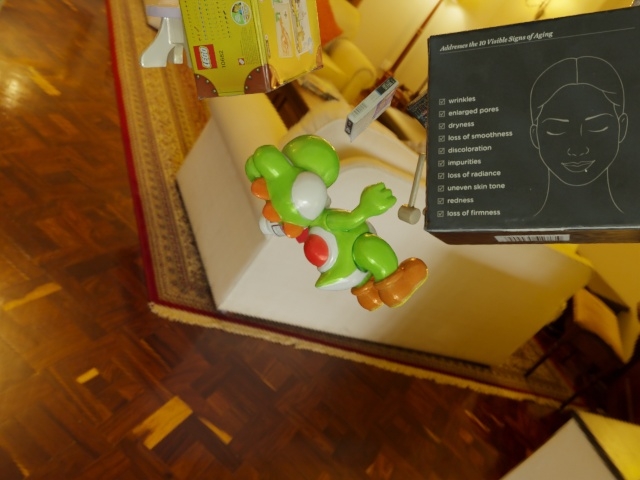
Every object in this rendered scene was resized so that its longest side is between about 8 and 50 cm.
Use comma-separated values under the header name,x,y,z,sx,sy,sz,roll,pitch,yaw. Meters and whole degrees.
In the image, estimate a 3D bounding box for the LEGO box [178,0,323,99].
name,x,y,z,sx,sy,sz,roll,pitch,yaw
LEGO box,-0.166,-0.621,1.400,0.193,0.501,0.372,1,24,21

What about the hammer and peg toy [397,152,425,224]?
name,x,y,z,sx,sy,sz,roll,pitch,yaw
hammer and peg toy,0.435,-0.171,2.001,0.361,0.266,0.127,-19,37,-34

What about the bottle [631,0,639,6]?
name,x,y,z,sx,sy,sz,roll,pitch,yaw
bottle,0.915,-0.672,1.598,0.092,0.283,0.118,-17,45,-26

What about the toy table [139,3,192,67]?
name,x,y,z,sx,sy,sz,roll,pitch,yaw
toy table,-0.382,-0.569,1.664,0.252,0.161,0.274,-7,23,-18

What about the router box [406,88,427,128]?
name,x,y,z,sx,sy,sz,roll,pitch,yaw
router box,0.347,-0.425,1.882,0.092,0.122,0.038,43,28,-20

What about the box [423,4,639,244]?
name,x,y,z,sx,sy,sz,roll,pitch,yaw
box,0.506,-0.237,1.405,0.479,0.472,0.297,0,-6,22

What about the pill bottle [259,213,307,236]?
name,x,y,z,sx,sy,sz,roll,pitch,yaw
pill bottle,-0.094,-0.056,1.682,0.086,0.151,0.086,14,72,-54

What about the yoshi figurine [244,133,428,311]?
name,x,y,z,sx,sy,sz,roll,pitch,yaw
yoshi figurine,0.034,-0.054,1.072,0.362,0.203,0.203,45,17,-11

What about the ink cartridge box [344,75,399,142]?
name,x,y,z,sx,sy,sz,roll,pitch,yaw
ink cartridge box,0.167,-0.442,2.034,0.045,0.206,0.208,45,-7,6

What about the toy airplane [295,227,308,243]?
name,x,y,z,sx,sy,sz,roll,pitch,yaw
toy airplane,0.000,0.000,1.550,0.151,0.028,0.151,4,84,-43
